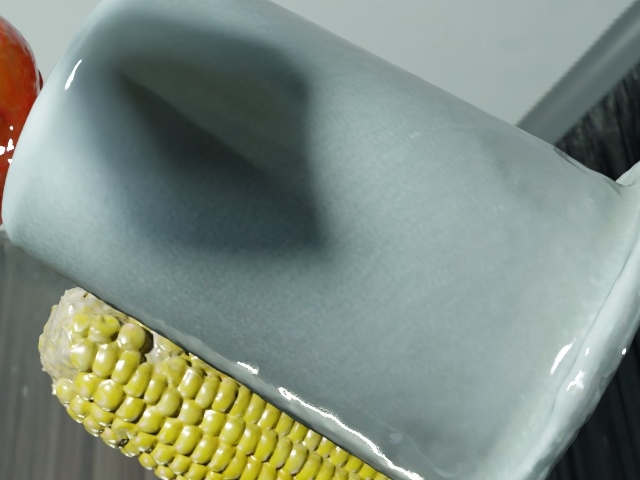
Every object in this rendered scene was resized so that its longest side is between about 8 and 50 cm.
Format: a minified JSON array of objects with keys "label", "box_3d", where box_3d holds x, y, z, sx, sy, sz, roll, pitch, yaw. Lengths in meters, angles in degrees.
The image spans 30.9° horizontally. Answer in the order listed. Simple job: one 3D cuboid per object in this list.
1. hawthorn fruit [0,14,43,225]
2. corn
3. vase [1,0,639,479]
[{"label":"hawthorn fruit","box_3d":[-0.335,-0.095,0.844,0.211,0.211,0.299,-23,169,26]},{"label":"corn","box_3d":[-0.027,0.135,0.782,0.347,0.130,0.130,31,137,-18]},{"label":"vase","box_3d":[0.000,0.000,0.610,0.291,0.245,0.245,28,145,4]}]
